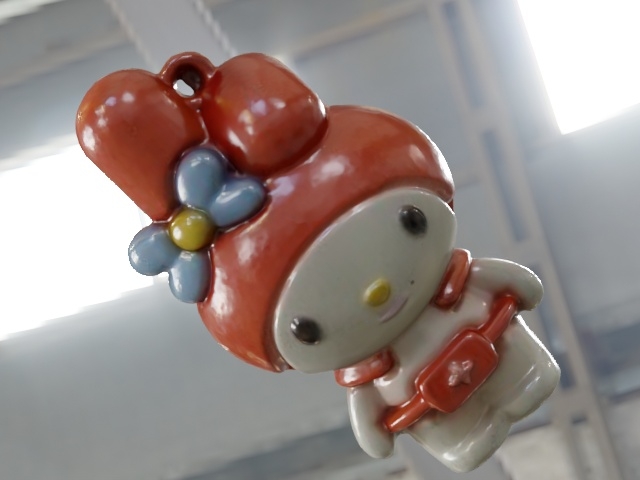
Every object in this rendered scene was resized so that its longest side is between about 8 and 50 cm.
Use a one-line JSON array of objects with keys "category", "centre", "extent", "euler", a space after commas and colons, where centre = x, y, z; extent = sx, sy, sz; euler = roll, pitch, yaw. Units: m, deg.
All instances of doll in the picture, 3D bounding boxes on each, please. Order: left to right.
[{"category": "doll", "centre": [0.000, 0.000, 1.070], "extent": [0.161, 0.290, 0.130], "euler": [-46, 9, 3]}]
